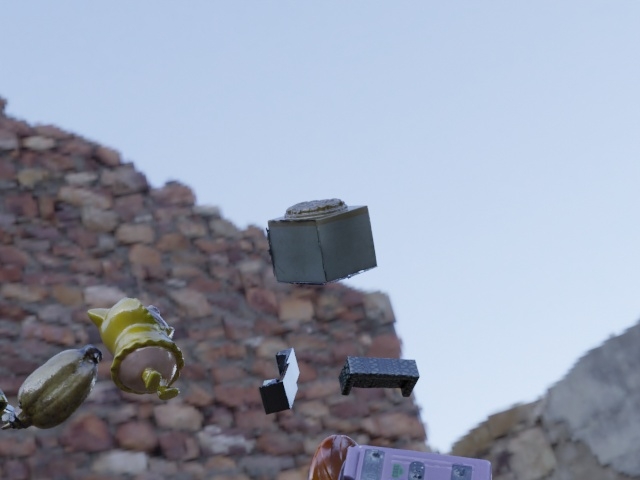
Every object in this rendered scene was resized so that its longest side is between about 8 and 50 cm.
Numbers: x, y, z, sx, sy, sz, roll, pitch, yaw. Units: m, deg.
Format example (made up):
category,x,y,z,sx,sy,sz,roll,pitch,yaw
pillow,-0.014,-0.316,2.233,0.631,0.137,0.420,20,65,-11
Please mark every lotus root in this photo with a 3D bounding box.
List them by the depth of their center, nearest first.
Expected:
category,x,y,z,sx,sy,sz,roll,pitch,yaw
lotus root,-0.329,0.187,1.497,0.152,0.072,0.063,-39,14,-28

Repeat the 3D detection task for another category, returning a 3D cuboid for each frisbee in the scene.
category,x,y,z,sx,sy,sz,roll,pitch,yaw
frisbee,0.044,0.398,1.896,0.035,0.192,0.192,-13,-23,30

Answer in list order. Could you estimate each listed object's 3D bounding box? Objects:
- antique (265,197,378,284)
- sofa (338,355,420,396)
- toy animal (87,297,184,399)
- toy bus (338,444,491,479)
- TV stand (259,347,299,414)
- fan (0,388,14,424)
category,x,y,z,sx,sy,sz,roll,pitch,yaw
antique,0.000,0.000,2.275,0.146,0.148,0.152,1,13,45
sofa,0.092,0.217,1.925,0.117,0.039,0.060,5,-44,-17
toy animal,-0.331,0.204,2.240,0.156,0.230,0.156,-15,-54,-21
toy bus,0.116,0.322,1.531,0.198,0.096,0.108,6,-45,7
TV stand,-0.064,0.228,1.997,0.040,0.049,0.256,-14,6,5
fan,-0.559,0.282,2.047,0.082,0.039,0.155,-30,-19,-3
